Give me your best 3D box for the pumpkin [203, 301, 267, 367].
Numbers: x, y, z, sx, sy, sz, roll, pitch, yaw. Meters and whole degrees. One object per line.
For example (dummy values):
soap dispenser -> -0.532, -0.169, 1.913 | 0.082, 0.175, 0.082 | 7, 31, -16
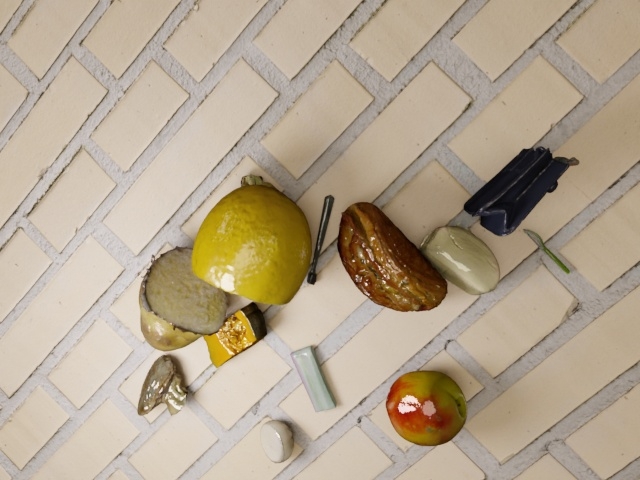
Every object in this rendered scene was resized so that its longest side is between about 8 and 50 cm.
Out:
pumpkin -> -0.267, 0.302, 1.587 | 0.248, 0.126, 0.131 | -33, 90, 31

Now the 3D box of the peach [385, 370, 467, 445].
peach -> 0.315, 0.499, 1.447 | 0.231, 0.231, 0.230 | 1, 98, 11

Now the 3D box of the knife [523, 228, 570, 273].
knife -> 0.665, 0.029, 1.417 | 0.184, 0.022, 0.026 | 47, 129, 2

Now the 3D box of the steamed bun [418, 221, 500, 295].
steamed bun -> 0.415, 0.045, 1.400 | 0.239, 0.170, 0.152 | 34, 84, 6

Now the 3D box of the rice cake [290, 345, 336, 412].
rice cake -> -0.023, 0.461, 1.595 | 0.080, 0.042, 0.221 | -23, 94, 11

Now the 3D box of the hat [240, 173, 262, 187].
hat -> -0.211, -0.169, 1.538 | 0.076, 0.059, 0.077 | -5, 86, 45

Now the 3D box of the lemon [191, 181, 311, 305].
lemon -> -0.184, 0.000, 1.418 | 0.365, 0.364, 0.363 | 1, 98, 11

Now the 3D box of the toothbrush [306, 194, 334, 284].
toothbrush -> 0.000, 0.000, 1.536 | 0.030, 0.030, 0.297 | 10, 99, -17

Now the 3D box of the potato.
potato -> -0.476, 0.204, 1.560 | 0.301, 0.288, 0.237 | 38, 141, -19

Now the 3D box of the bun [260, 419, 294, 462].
bun -> -0.133, 0.664, 1.621 | 0.138, 0.094, 0.138 | 13, 108, 44

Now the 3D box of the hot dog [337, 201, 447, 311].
hot dog -> 0.188, 0.062, 1.404 | 0.174, 0.267, 0.387 | -40, 84, -24

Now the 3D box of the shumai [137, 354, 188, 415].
shumai -> -0.531, 0.512, 1.659 | 0.153, 0.161, 0.209 | 25, 79, -15

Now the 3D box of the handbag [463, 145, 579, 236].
handbag -> 0.517, -0.139, 1.267 | 0.118, 0.326, 0.269 | 42, 103, 1
